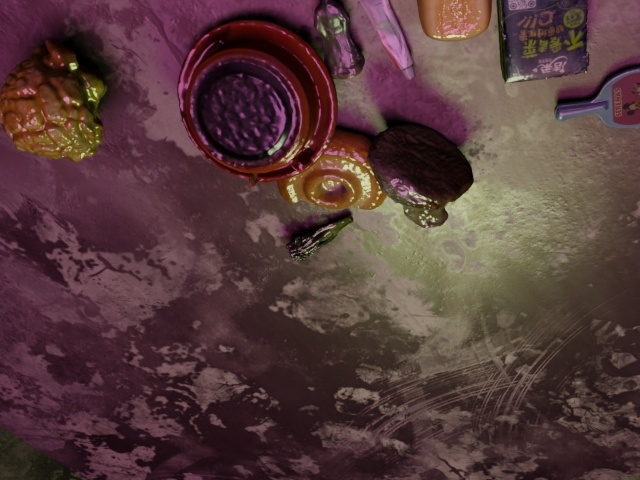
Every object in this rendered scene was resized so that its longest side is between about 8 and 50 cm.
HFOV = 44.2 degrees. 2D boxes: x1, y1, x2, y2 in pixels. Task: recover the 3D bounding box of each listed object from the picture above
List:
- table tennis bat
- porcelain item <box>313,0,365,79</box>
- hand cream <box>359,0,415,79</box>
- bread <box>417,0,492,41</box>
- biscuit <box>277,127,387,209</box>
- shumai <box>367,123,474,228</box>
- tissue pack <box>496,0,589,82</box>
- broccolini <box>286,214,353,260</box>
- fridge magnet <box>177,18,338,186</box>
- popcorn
[{"bbox_3d":[0.629,-0.299,1.697,0.244,0.040,0.153,-10,132,11],"label":"table tennis bat"},{"bbox_3d":[0.026,-0.439,1.616,0.081,0.069,0.215,1,136,23],"label":"porcelain item"},{"bbox_3d":[0.144,-0.428,1.640,0.052,0.038,0.216,-30,121,2],"label":"hand cream"},{"bbox_3d":[0.255,-0.493,1.513,0.147,0.098,0.217,-1,136,8],"label":"bread"},{"bbox_3d":[0.030,-0.164,1.866,0.274,0.091,0.213,3,136,8],"label":"biscuit"},{"bbox_3d":[0.200,-0.126,1.802,0.272,0.222,0.203,18,138,-22],"label":"shumai"},{"bbox_3d":[0.440,-0.434,1.562,0.173,0.073,0.235,-5,133,13],"label":"tissue pack"},{"bbox_3d":[-0.001,-0.016,2.052,0.203,0.068,0.091,-34,135,15],"label":"broccolini"},{"bbox_3d":[-0.141,-0.291,1.700,0.364,0.155,0.363,6,118,13],"label":"fridge magnet"},{"bbox_3d":[-0.578,-0.293,1.714,0.224,0.257,0.270,8,142,-8],"label":"popcorn"}]
